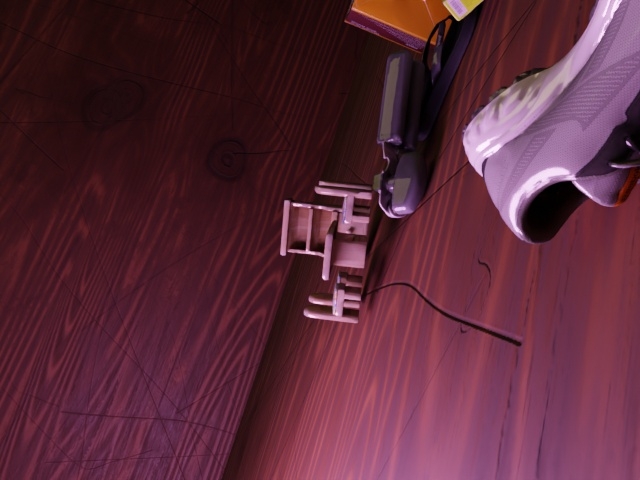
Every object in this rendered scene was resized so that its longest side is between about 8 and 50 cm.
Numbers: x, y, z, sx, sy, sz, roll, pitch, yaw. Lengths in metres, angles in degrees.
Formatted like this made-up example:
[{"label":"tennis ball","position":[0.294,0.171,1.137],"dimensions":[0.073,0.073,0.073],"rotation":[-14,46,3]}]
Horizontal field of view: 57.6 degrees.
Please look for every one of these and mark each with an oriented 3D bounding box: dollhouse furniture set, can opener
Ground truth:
[{"label":"dollhouse furniture set","position":[0.000,0.000,1.022],"dimensions":[0.242,0.161,0.212],"rotation":[-65,-19,-78]},{"label":"can opener","position":[0.138,-0.169,0.933],"dimensions":[0.093,0.074,0.280],"rotation":[-7,72,40]}]

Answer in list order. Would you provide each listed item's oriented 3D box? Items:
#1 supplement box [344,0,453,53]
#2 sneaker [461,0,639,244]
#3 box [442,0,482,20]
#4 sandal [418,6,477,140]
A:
[{"label":"supplement box","position":[0.166,-0.488,1.193],"dimensions":[0.194,0.191,0.129],"rotation":[-97,28,-77]},{"label":"sneaker","position":[0.194,-0.091,0.346],"dimensions":[0.271,0.100,0.108],"rotation":[126,139,-55]},{"label":"box","position":[0.237,-0.411,0.897],"dimensions":[0.109,0.042,0.178],"rotation":[-38,23,27]},{"label":"sandal","position":[0.197,-0.297,0.979],"dimensions":[0.097,0.054,0.254],"rotation":[-119,49,-81]}]
